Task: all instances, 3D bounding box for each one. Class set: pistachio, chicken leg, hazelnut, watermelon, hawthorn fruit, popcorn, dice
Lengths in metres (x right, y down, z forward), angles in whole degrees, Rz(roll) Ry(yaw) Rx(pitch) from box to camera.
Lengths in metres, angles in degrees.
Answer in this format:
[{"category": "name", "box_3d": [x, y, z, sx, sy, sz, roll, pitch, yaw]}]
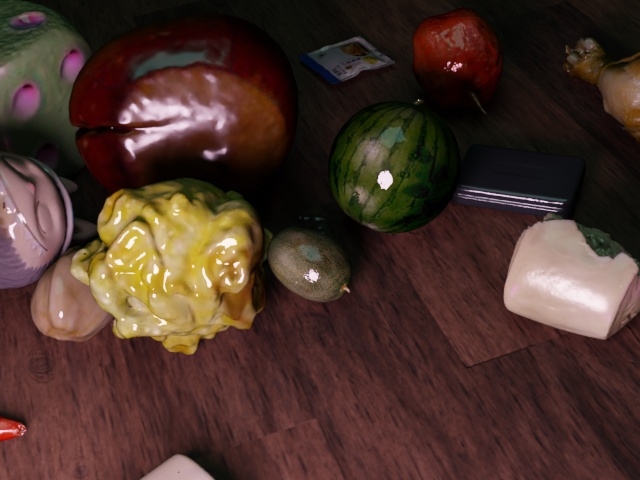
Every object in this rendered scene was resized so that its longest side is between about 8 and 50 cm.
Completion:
[{"category": "pistachio", "box_3d": [-0.411, 0.088, 1.723, 0.138, 0.153, 0.238, 9, 14, 5]}, {"category": "chicken leg", "box_3d": [0.608, -0.321, 2.027, 0.153, 0.201, 0.429, -22, 27, -4]}, {"category": "hazelnut", "box_3d": [-0.247, -0.232, 1.917, 0.429, 0.402, 0.402, -26, 41, -4]}, {"category": "watermelon", "box_3d": [0.132, -0.134, 1.821, 0.242, 0.242, 0.242, -5, 39, 4]}, {"category": "hawthorn fruit", "box_3d": [0.295, -0.351, 2.111, 0.207, 0.207, 0.243, -13, 58, -7]}, {"category": "popcorn", "box_3d": [-0.236, 0.041, 1.638, 0.312, 0.312, 0.312, -5, 39, 4]}, {"category": "dice", "box_3d": [-0.657, -0.285, 2.068, 0.318, 0.322, 0.330, 16, 46, 26]}]

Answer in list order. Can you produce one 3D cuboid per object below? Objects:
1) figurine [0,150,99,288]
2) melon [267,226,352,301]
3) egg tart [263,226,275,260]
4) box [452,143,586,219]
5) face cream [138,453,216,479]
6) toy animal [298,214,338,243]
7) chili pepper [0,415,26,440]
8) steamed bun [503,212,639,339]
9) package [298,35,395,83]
[{"category": "figurine", "box_3d": [-0.533, 0.022, 1.786, 0.378, 0.361, 0.266, 0, 27, -48]}, {"category": "melon", "box_3d": [-0.014, 0.042, 1.724, 0.167, 0.114, 0.114, 32, 53, 23]}, {"category": "egg tart", "box_3d": [-0.144, 0.002, 1.850, 0.129, 0.049, 0.128, -4, 41, 4]}, {"category": "box", "box_3d": [0.372, -0.112, 1.903, 0.230, 0.050, 0.160, 10, 42, 20]}, {"category": "face cream", "box_3d": [-0.276, 0.429, 1.326, 0.348, 0.081, 0.173, -32, 45, -27]}, {"category": "toy animal", "box_3d": [0.000, 0.000, 1.831, 0.065, 0.047, 0.135, -4, 33, -9]}, {"category": "chili pepper", "box_3d": [-0.590, 0.280, 1.580, 0.272, 0.063, 0.071, 8, 54, 15]}, {"category": "steamed bun", "box_3d": [0.419, 0.045, 1.613, 0.225, 0.170, 0.200, 19, 41, 27]}, {"category": "package", "box_3d": [0.061, -0.418, 2.344, 0.173, 0.027, 0.171, -21, 41, -21]}]
